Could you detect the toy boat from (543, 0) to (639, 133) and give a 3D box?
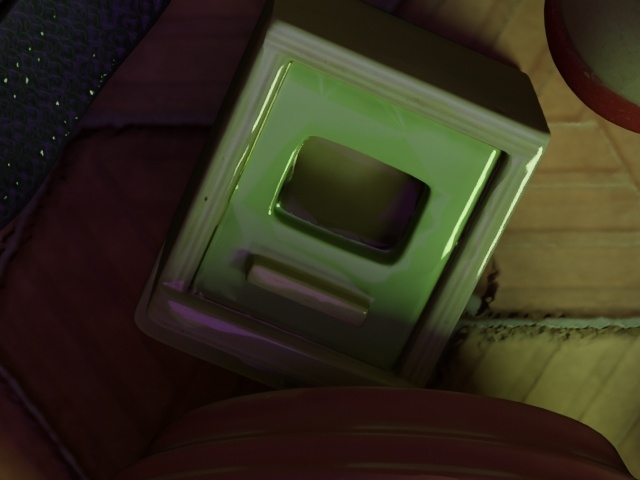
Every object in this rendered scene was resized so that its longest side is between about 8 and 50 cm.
[{"bbox_3d":[0.223,-0.110,0.808,0.231,0.151,0.151,-8,153,-14],"label":"toy boat"}]

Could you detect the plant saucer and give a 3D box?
[{"bbox_3d":[0.034,0.153,0.857,0.332,0.332,0.084,2,68,0],"label":"plant saucer"}]

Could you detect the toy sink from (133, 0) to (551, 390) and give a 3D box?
[{"bbox_3d":[0.000,0.000,0.850,0.153,0.131,0.234,23,111,-8],"label":"toy sink"}]

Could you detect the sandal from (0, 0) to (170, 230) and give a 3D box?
[{"bbox_3d":[-0.171,-0.083,0.869,0.254,0.054,0.097,-43,113,6],"label":"sandal"}]
